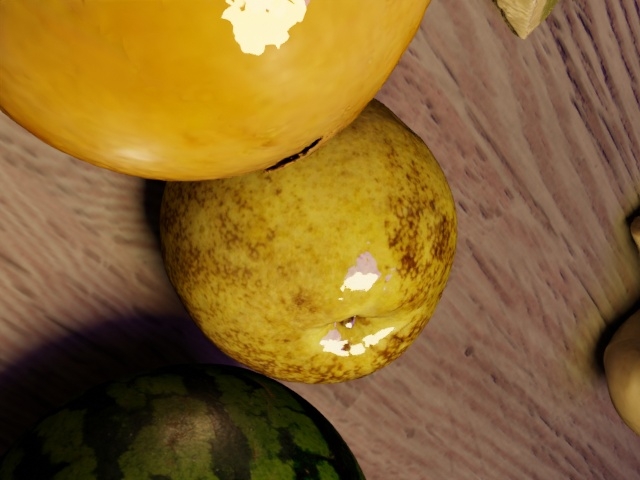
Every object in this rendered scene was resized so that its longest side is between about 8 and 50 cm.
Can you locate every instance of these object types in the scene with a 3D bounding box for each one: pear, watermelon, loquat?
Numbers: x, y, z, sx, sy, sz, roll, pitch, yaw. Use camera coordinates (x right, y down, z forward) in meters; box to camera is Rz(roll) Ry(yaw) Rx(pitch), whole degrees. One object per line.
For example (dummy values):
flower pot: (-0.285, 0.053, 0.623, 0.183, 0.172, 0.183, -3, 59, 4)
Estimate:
pear: (0.000, 0.000, 0.700, 0.197, 0.197, 0.197, -24, 131, -31)
watermelon: (-0.095, 0.227, 0.700, 0.285, 0.285, 0.285, -24, 131, -31)
loquat: (-0.055, -0.150, 0.487, 0.263, 0.263, 0.263, -24, 131, -31)

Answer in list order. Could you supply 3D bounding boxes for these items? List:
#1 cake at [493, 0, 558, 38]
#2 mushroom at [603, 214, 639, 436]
cake: (0.137, -0.235, 0.784, 0.086, 0.116, 0.220, -52, 173, 0)
mushroom: (0.442, 0.078, 1.164, 0.292, 0.292, 0.290, -25, 103, -30)
